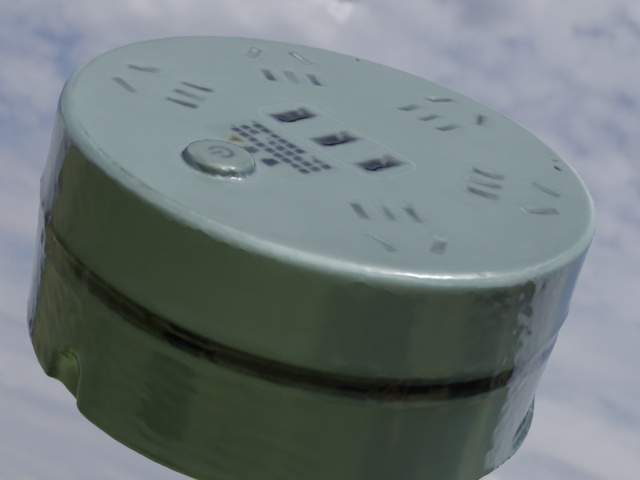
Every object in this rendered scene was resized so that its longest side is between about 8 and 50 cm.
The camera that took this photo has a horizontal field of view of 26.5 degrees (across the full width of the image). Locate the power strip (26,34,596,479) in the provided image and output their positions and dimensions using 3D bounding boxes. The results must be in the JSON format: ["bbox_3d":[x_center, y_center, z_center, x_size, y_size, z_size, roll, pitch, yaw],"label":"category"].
[{"bbox_3d":[0.000,0.000,0.858,0.358,0.161,0.357,12,26,-6],"label":"power strip"}]
